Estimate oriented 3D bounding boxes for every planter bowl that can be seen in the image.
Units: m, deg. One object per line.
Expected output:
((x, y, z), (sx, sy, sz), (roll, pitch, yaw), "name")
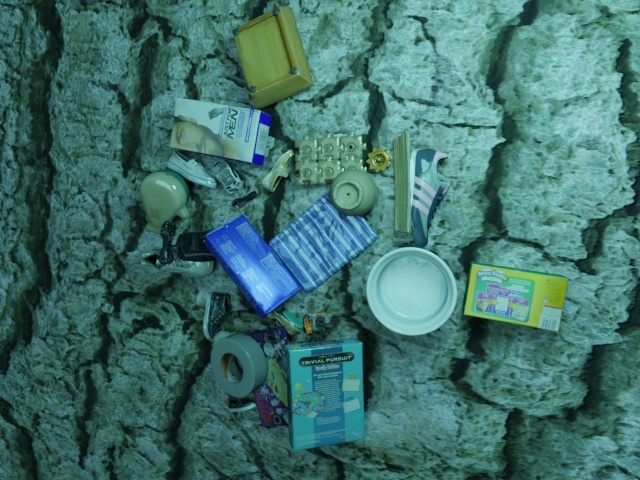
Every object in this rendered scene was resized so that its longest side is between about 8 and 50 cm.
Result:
((0.098, -0.153, 1.454), (0.162, 0.109, 0.161), (3, 100, 14), "planter bowl")

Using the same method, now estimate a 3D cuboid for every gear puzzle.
((0.077, -0.281, 1.525), (0.339, 0.044, 0.175), (-1, 94, 15), "gear puzzle")

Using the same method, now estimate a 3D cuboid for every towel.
((0.000, 0.000, 1.563), (0.336, 0.040, 0.243), (-40, 83, 14), "towel")

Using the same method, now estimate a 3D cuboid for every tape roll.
((-0.298, 0.451, 1.611), (0.219, 0.072, 0.219), (6, 101, 33), "tape roll")

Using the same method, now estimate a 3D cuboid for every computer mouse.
((-0.450, 0.017, 1.639), (0.273, 0.072, 0.188), (1, 57, -11), "computer mouse")
((-0.323, -0.216, 1.644), (0.106, 0.042, 0.193), (-34, 89, 20), "computer mouse")

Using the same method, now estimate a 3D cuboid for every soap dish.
((-0.172, -0.635, 1.535), (0.229, 0.118, 0.290), (-17, 87, 16), "soap dish")

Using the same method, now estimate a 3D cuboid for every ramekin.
((0.295, 0.155, 1.436), (0.278, 0.135, 0.277), (1, 93, 15), "ramekin")

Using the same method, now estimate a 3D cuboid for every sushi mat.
((0.261, -0.180, 1.422), (0.019, 0.151, 0.316), (-1, 93, -8), "sushi mat")

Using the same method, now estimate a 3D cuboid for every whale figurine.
((-0.592, -0.143, 1.693), (0.216, 0.141, 0.271), (20, 122, 1), "whale figurine")

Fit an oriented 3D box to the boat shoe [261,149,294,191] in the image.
((-0.141, -0.245, 1.580), (0.059, 0.063, 0.170), (44, 113, 7), "boat shoe")

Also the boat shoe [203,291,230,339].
((-0.390, 0.289, 1.677), (0.083, 0.065, 0.183), (4, 93, 17), "boat shoe")

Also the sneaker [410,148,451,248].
((0.349, -0.133, 1.417), (0.131, 0.112, 0.318), (-1, 95, 16), "sneaker")

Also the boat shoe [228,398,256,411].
((-0.299, 0.616, 1.664), (0.142, 0.049, 0.040), (-22, 79, 36), "boat shoe")

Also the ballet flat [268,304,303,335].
((-0.153, 0.267, 1.608), (0.206, 0.073, 0.067), (45, 115, 12), "ballet flat")

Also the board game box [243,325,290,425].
((-0.172, 0.496, 1.609), (0.208, 0.056, 0.346), (-18, 88, 37), "board game box")

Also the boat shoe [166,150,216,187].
((-0.481, -0.270, 1.662), (0.226, 0.083, 0.075), (26, 101, 14), "boat shoe")

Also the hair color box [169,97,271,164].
((-0.364, -0.395, 1.611), (0.339, 0.110, 0.185), (13, 98, 17), "hair color box")

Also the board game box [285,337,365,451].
((0.017, 0.516, 1.508), (0.254, 0.079, 0.335), (-2, 92, -15), "board game box")

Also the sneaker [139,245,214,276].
((-0.545, 0.085, 1.686), (0.292, 0.118, 0.109), (4, 93, 14), "sneaker")

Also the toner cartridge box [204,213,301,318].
((-0.241, 0.088, 1.573), (0.165, 0.075, 0.347), (-34, 81, -30), "toner cartridge box")

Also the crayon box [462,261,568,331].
((0.596, 0.169, 1.377), (0.279, 0.081, 0.165), (9, 95, 16), "crayon box")

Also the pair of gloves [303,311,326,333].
((-0.022, 0.296, 1.600), (0.083, 0.010, 0.074), (-11, 89, 14), "pair of gloves")
